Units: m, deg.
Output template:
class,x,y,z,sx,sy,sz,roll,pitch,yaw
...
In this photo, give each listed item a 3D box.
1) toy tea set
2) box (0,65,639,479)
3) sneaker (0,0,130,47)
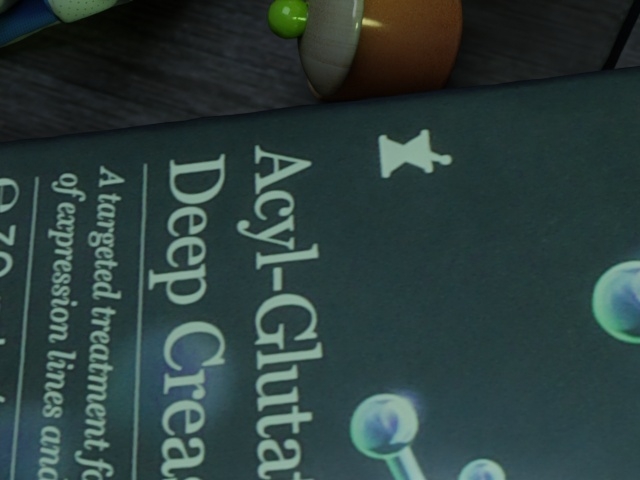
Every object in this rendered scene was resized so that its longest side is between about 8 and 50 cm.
class,x,y,z,sx,sy,sz,roll,pitch,yaw
toy tea set,0.013,-0.231,0.693,0.124,0.200,0.336,8,62,-18
box,0.078,0.123,0.471,0.396,0.212,0.293,-6,58,6
sneaker,-0.193,-0.221,0.773,0.323,0.130,0.236,19,75,31
